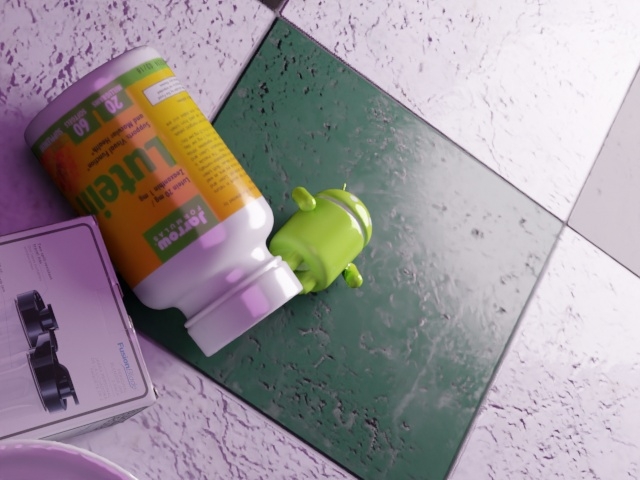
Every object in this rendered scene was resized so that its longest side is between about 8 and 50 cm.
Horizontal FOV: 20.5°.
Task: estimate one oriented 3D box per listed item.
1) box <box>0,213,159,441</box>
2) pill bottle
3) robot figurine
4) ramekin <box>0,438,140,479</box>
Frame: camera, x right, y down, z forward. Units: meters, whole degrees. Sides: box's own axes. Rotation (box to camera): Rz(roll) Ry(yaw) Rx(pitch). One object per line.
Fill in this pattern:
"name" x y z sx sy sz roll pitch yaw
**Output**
"box" -0.293 0.097 1.393 0.290 0.087 0.169 -16 79 -30
"pill bottle" -0.126 -0.029 1.493 0.136 0.136 0.246 -36 89 -32
"robot figurine" 0.000 0.000 1.587 0.115 0.067 0.101 -46 112 -32
"ramekin" -0.232 0.298 1.321 0.277 0.135 0.277 9 67 -23
